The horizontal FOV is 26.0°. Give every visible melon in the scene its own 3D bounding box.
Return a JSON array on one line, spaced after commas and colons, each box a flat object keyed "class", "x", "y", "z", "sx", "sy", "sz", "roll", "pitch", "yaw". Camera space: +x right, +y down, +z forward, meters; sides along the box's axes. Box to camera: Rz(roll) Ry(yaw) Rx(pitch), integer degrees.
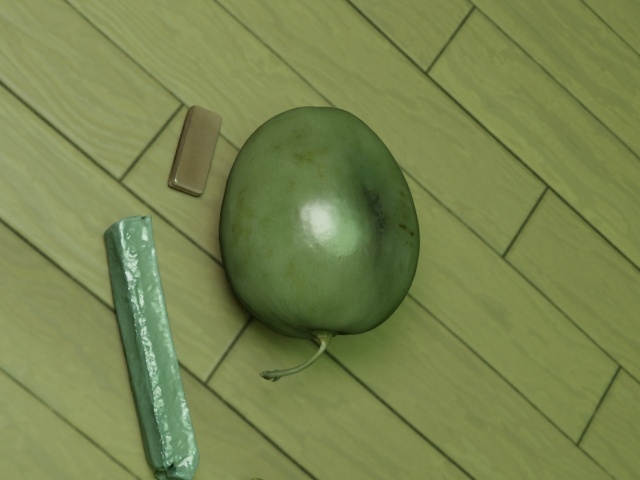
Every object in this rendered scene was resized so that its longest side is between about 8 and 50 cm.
[{"class": "melon", "x": -0.003, "y": -0.015, "z": 1.747, "sx": 0.272, "sy": 0.272, "sz": 0.308, "roll": -22, "pitch": 85, "yaw": -27}]

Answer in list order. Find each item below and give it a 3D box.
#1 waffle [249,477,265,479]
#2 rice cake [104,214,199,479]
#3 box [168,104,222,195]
[{"class": "waffle", "x": -0.098, "y": 0.433, "z": 1.727, "sx": 0.245, "sy": 0.052, "sz": 0.254, "roll": -34, "pitch": 94, "yaw": -25}, {"class": "rice cake", "x": -0.209, "y": 0.137, "z": 1.722, "sx": 0.063, "sy": 0.066, "sz": 0.336, "roll": -8, "pitch": 84, "yaw": -27}, {"class": "box", "x": -0.164, "y": -0.118, "z": 1.815, "sx": 0.048, "sy": 0.025, "sz": 0.115, "roll": 20, "pitch": 72, "yaw": -26}]
